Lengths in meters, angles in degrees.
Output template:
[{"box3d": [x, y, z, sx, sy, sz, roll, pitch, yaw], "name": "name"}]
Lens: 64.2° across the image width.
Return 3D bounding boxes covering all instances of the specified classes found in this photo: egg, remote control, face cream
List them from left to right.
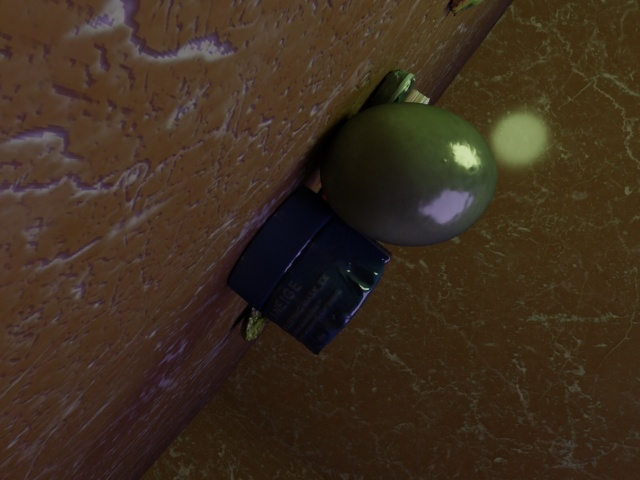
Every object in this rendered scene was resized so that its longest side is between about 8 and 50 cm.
[{"box3d": [-0.014, 0.057, 0.975, 0.249, 0.225, 0.249, -53, 176, -5], "name": "face cream"}, {"box3d": [0.127, -0.258, 1.036, 0.104, 0.052, 0.247, -53, 176, -16], "name": "remote control"}, {"box3d": [0.160, -0.115, 0.908, 0.352, 0.258, 0.258, -2, 138, -43], "name": "egg"}]

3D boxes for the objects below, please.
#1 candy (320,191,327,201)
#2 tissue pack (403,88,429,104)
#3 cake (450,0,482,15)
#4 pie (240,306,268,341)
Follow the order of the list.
[{"box3d": [0.085, -0.105, 1.228, 0.276, 0.146, 0.088, -54, -174, 2], "name": "candy"}, {"box3d": [0.180, -0.270, 1.456, 0.325, 0.071, 0.170, -53, 178, 5], "name": "tissue pack"}, {"box3d": [0.342, -0.551, 1.016, 0.225, 0.090, 0.109, -34, -175, 17], "name": "cake"}, {"box3d": [-0.146, 0.165, 1.600, 0.337, 0.075, 0.337, -56, -179, 1], "name": "pie"}]
